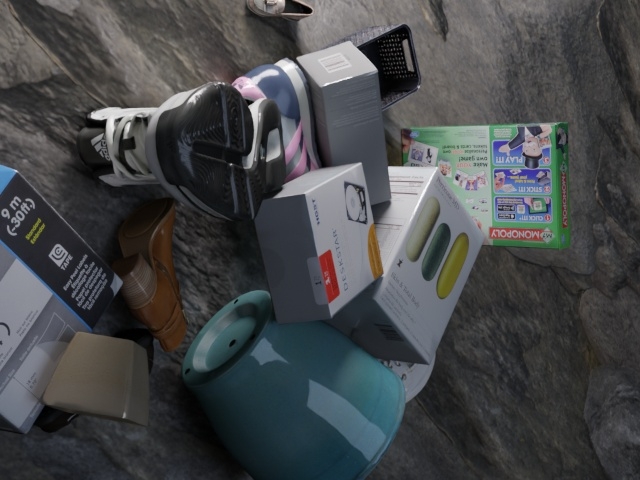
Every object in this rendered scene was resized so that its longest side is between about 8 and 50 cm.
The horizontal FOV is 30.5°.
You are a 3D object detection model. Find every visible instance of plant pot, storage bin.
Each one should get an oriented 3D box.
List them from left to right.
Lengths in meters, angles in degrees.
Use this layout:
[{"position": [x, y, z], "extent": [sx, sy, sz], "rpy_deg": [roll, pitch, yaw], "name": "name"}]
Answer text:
[{"position": [-0.267, 0.169, 1.447], "extent": [0.109, 0.109, 0.096], "rpy_deg": [66, 35, -75], "name": "plant pot"}, {"position": [-0.056, 0.218, 1.740], "extent": [0.255, 0.272, 0.271], "rpy_deg": [46, 57, -24], "name": "plant pot"}, {"position": [0.081, -0.287, 1.991], "extent": [0.180, 0.084, 0.122], "rpy_deg": [-33, 117, -43], "name": "storage bin"}]

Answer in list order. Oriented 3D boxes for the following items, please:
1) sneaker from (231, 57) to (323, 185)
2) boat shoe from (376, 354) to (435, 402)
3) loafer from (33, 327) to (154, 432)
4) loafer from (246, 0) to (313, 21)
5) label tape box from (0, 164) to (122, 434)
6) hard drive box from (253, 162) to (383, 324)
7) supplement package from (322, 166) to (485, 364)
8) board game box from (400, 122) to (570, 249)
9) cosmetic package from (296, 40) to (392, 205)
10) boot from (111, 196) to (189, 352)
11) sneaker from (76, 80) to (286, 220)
[{"position": [-0.070, -0.114, 1.827], "extent": [0.131, 0.112, 0.319], "rpy_deg": [-22, 107, -29], "name": "sneaker"}, {"position": [0.106, 0.242, 2.042], "extent": [0.277, 0.098, 0.096], "rpy_deg": [-47, 126, -36], "name": "boat shoe"}, {"position": [-0.295, 0.200, 1.580], "extent": [0.220, 0.080, 0.078], "rpy_deg": [-37, 119, -42], "name": "loafer"}, {"position": [-0.062, -0.373, 1.850], "extent": [0.125, 0.039, 0.045], "rpy_deg": [2, 92, -50], "name": "loafer"}, {"position": [-0.422, 0.041, 1.402], "extent": [0.333, 0.106, 0.240], "rpy_deg": [53, 54, -38], "name": "label tape box"}, {"position": [0.000, 0.000, 1.695], "extent": [0.232, 0.089, 0.181], "rpy_deg": [-35, 115, -63], "name": "hard drive box"}, {"position": [0.109, 0.037, 1.955], "extent": [0.199, 0.198, 0.262], "rpy_deg": [50, 56, -39], "name": "supplement package"}, {"position": [0.286, -0.097, 2.063], "extent": [0.046, 0.317, 0.213], "rpy_deg": [-12, 102, -50], "name": "board game box"}, {"position": [0.038, -0.175, 1.858], "extent": [0.107, 0.127, 0.238], "rpy_deg": [-19, 127, -11], "name": "cosmetic package"}, {"position": [-0.224, 0.046, 1.645], "extent": [0.152, 0.073, 0.197], "rpy_deg": [63, 30, -35], "name": "boot"}, {"position": [-0.206, -0.101, 1.492], "extent": [0.447, 0.258, 0.169], "rpy_deg": [-27, 112, -80], "name": "sneaker"}]
